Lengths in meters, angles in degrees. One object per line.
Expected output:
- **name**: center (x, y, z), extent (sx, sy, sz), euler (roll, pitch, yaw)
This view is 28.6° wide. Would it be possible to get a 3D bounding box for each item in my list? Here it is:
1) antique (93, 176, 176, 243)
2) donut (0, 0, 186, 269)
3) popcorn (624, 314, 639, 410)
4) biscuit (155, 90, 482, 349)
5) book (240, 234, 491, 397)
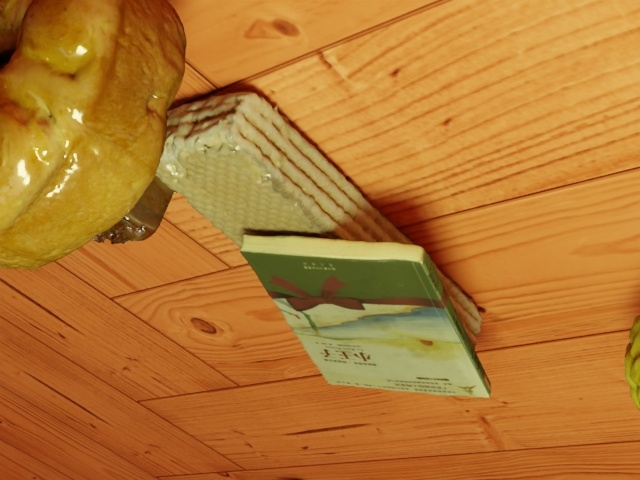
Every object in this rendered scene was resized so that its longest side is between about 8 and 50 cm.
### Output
- **antique**: center (-0.296, -0.099, 1.284), extent (0.310, 0.093, 0.087), euler (34, 147, -27)
- **donut**: center (-0.253, -0.112, 1.059), extent (0.150, 0.299, 0.317), euler (27, -176, -38)
- **popcorn**: center (0.412, 0.135, 1.178), extent (0.259, 0.212, 0.259), euler (21, 154, 10)
- **biscuit**: center (0.000, 0.000, 1.301), extent (0.144, 0.079, 0.426), euler (-8, 141, 40)
- **book**: center (0.053, 0.083, 1.303), extent (0.201, 0.026, 0.289), euler (2, 147, 25)
